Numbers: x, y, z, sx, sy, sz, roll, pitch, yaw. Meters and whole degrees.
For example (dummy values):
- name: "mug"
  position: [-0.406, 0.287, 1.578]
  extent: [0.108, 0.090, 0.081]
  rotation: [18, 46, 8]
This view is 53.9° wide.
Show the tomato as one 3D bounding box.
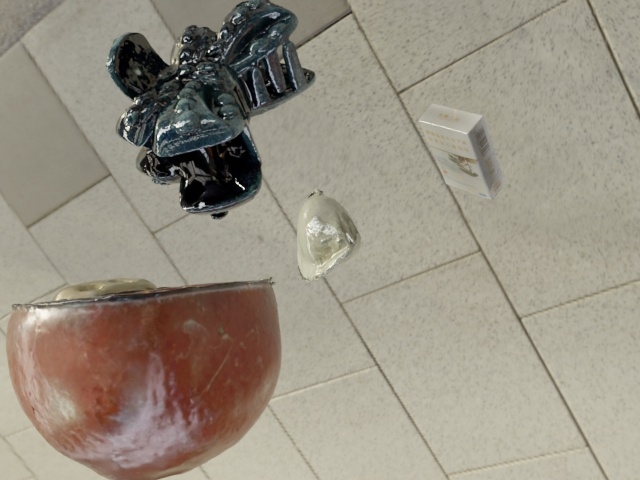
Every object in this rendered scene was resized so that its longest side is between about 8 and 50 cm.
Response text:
- name: "tomato"
  position: [-0.130, 0.110, 0.509]
  extent: [0.181, 0.214, 0.155]
  rotation: [-13, 82, 43]

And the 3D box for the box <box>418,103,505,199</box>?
- name: "box"
  position: [0.340, -0.209, 1.497]
  extent: [0.149, 0.067, 0.233]
  rotation: [31, 163, 44]

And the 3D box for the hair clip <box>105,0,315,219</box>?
- name: "hair clip"
  position: [-0.145, -0.180, 0.806]
  extent: [0.207, 0.310, 0.194]
  rotation: [1, 136, 22]

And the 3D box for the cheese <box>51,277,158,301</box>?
- name: "cheese"
  position: [-0.328, 0.161, 0.979]
  extent: [0.117, 0.235, 0.217]
  rotation: [-3, 70, 19]

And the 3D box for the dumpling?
- name: "dumpling"
  position: [0.000, 0.000, 1.305]
  extent: [0.142, 0.247, 0.172]
  rotation: [26, 112, -26]
